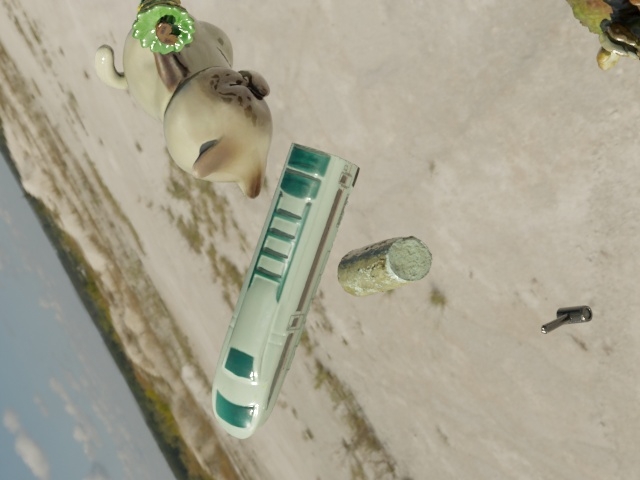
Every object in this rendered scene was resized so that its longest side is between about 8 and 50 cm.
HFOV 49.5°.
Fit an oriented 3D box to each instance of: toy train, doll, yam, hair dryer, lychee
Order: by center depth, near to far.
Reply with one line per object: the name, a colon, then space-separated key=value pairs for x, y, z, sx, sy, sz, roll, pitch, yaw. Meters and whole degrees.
doll: x=-0.215 y=-0.293 z=0.894 sx=0.113 sy=0.077 sz=0.078 roll=57 pitch=178 yaw=35
toy train: x=-0.061 y=0.077 z=0.917 sx=0.086 sy=0.407 sz=0.088 roll=20 pitch=-177 yaw=17
hair dryer: x=0.342 y=0.113 z=0.983 sx=0.047 sy=0.083 sz=0.026 roll=-21 pitch=85 yaw=57
lychee: x=0.533 y=-0.431 z=1.114 sx=0.270 sy=0.270 sz=0.320 roll=150 pitch=116 yaw=-71
doll: x=-0.221 y=-0.267 z=1.259 sx=0.370 sy=0.226 sz=0.215 roll=46 pitch=-172 yaw=25
yam: x=0.131 y=0.053 z=1.431 sx=0.194 sy=0.107 sz=0.107 roll=-20 pitch=99 yaw=54
